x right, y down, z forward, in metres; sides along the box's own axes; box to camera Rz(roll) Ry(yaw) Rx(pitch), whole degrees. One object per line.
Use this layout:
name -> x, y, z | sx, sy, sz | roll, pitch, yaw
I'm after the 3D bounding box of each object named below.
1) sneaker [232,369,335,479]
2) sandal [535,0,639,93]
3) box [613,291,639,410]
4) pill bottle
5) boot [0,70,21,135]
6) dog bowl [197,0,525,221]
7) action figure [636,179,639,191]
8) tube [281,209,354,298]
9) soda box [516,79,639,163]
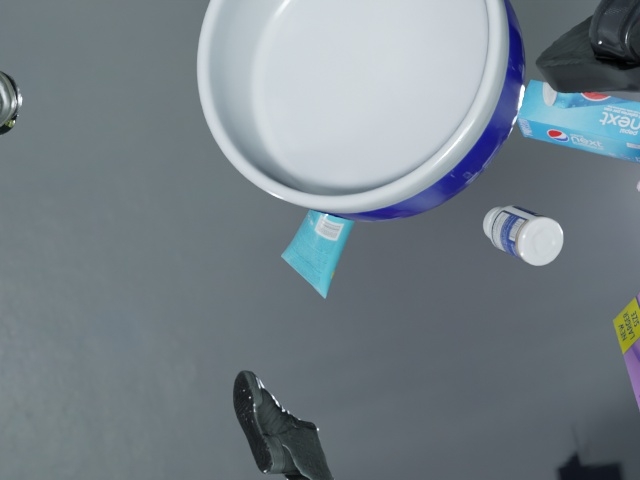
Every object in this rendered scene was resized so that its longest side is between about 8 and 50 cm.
sneaker -> -0.045, 0.235, 1.546 | 0.089, 0.170, 0.051 | 4, 139, -34
sandal -> 0.308, -0.215, 1.145 | 0.167, 0.107, 0.446 | -39, -168, -14
box -> 0.409, 0.087, 1.172 | 0.117, 0.213, 0.243 | 21, 126, -18
pill bottle -> 0.271, -0.011, 1.712 | 0.067, 0.067, 0.120 | -16, -162, -18
boot -> -0.379, -0.144, 1.351 | 0.236, 0.085, 0.178 | -11, -174, 28
dog bowl -> 0.035, -0.150, 1.063 | 0.265, 0.264, 0.104 | -15, 167, 19
action figure -> 0.534, -0.079, 1.745 | 0.248, 0.276, 0.370 | -42, -166, 34
tube -> 0.000, 0.000, 1.551 | 0.052, 0.080, 0.207 | -35, 165, -29
soda box -> 0.411, -0.183, 1.932 | 0.210, 0.071, 0.067 | 17, 162, 28
